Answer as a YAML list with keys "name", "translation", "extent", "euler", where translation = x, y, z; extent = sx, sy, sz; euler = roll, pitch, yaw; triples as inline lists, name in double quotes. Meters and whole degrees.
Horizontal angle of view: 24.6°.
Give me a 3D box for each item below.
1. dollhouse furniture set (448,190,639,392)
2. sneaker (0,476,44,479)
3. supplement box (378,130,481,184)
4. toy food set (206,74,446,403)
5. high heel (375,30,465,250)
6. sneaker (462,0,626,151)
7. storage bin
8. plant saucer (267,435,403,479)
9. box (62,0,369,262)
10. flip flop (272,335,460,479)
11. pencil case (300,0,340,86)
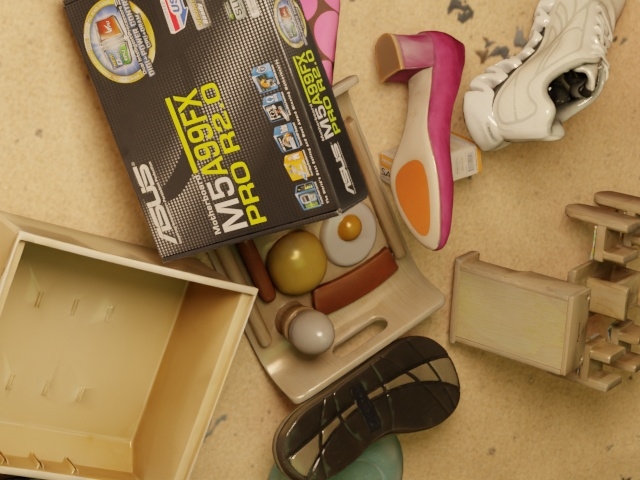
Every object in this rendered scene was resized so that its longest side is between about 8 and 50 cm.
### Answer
- name: "dollhouse furniture set"
  translation: [0.290, 0.062, 1.777]
  extent: [0.242, 0.161, 0.212]
  euler: [-20, 119, -49]
- name: "sneaker"
  translation: [-0.326, 0.294, 1.470]
  extent: [0.321, 0.126, 0.127]
  euler: [27, 98, -46]
- name: "supplement box"
  translation: [0.123, -0.087, 1.639]
  extent: [0.098, 0.062, 0.036]
  euler: [-18, 117, -24]
- name: "toy food set"
  translation: [0.000, 0.000, 1.577]
  extent: [0.219, 0.092, 0.306]
  euler: [-33, 122, -17]
- name: "high heel"
  translation: [0.131, -0.109, 1.578]
  extent: [0.117, 0.082, 0.244]
  euler: [-3, 72, -37]
- name: "sneaker"
  translation: [0.281, -0.206, 1.637]
  extent: [0.292, 0.118, 0.110]
  euler: [-53, 126, -26]
- name: "storage bin"
  translation: [-0.240, 0.124, 1.459]
  extent: [0.262, 0.123, 0.260]
  euler: [15, 99, -34]
- name: "plant saucer"
  translation: [0.026, 0.297, 1.736]
  extent: [0.195, 0.037, 0.195]
  euler: [-11, 112, -28]
- name: "box"
  translation: [-0.098, -0.132, 1.356]
  extent: [0.060, 0.216, 0.270]
  euler: [-33, 106, -56]
- name: "flip flop"
  translation: [0.049, 0.193, 1.681]
  extent: [0.277, 0.080, 0.112]
  euler: [-27, 97, -33]
- name: "pencil case"
  translation: [-0.035, -0.168, 1.461]
  extent: [0.098, 0.095, 0.209]
  euler: [6, 73, 1]
